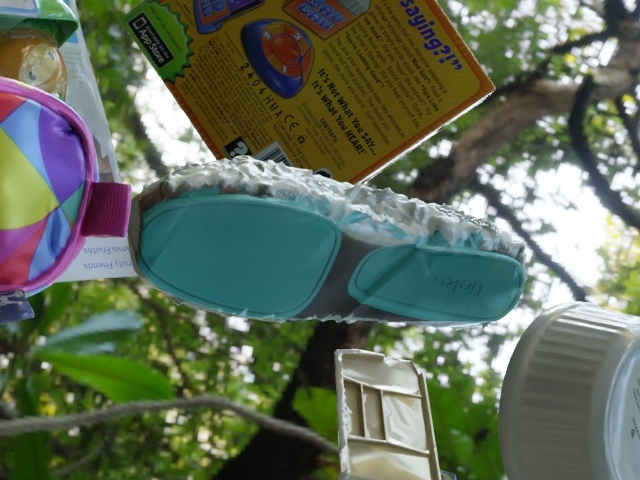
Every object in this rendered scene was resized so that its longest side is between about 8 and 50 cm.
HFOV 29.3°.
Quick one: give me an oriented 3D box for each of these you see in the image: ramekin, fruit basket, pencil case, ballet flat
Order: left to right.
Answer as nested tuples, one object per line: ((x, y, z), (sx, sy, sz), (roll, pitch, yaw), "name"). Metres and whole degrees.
((-0.193, -0.015, 0.572), (0.236, 0.104, 0.104), (-1, -104, 49), "pencil case")
((-0.334, -0.127, 1.145), (0.165, 0.327, 0.353), (-38, -117, 43), "fruit basket")
((0.000, 0.000, 1.088), (0.147, 0.409, 0.147), (-24, -120, 52), "ballet flat")
((0.339, 0.207, 1.436), (0.127, 0.273, 0.272), (0, -103, 47), "ramekin")

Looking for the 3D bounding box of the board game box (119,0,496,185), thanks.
((-0.012, -0.246, 1.747), (0.356, 0.356, 0.356), (-34, -179, 3), "board game box")

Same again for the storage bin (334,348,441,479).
((0.049, 0.313, 1.542), (0.260, 0.123, 0.262), (-93, -166, -60), "storage bin")

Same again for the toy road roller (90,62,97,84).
((-0.396, -0.261, 1.370), (0.329, 0.202, 0.240), (55, -31, -1), "toy road roller")

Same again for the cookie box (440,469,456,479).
((0.143, 0.358, 1.572), (0.040, 0.092, 0.107), (13, -116, 17), "cookie box")
